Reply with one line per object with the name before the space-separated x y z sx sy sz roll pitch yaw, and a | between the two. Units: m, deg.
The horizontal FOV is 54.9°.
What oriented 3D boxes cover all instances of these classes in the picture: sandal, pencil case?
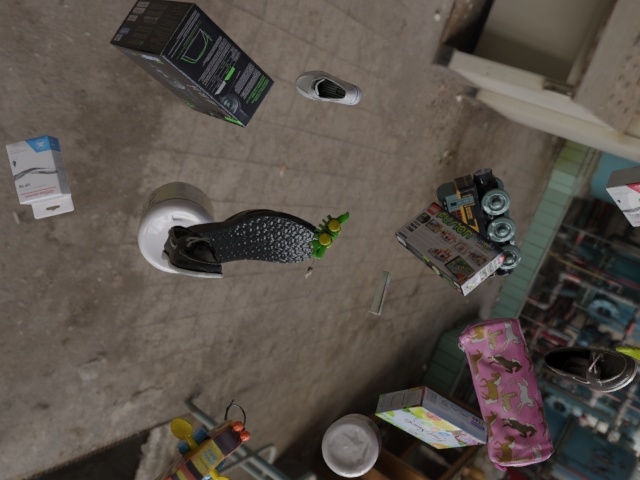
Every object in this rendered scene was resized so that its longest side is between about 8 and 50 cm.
sandal | -0.190 -0.025 1.668 0.167 0.446 0.107 63 37 -37
pencil case | 0.487 0.399 1.625 0.160 0.167 0.386 0 72 -49

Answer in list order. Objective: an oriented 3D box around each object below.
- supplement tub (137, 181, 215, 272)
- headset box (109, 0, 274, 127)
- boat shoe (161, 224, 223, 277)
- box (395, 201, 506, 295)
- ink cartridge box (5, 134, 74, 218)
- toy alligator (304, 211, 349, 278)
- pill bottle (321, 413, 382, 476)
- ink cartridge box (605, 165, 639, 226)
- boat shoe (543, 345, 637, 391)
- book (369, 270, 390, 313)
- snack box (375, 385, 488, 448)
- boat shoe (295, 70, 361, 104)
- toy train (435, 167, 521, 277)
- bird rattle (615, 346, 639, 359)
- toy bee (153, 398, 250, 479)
supplement tub | -0.458 -0.055 1.982 0.235 0.325 0.235 -4 110 -11
headset box | -0.278 -0.392 1.378 0.283 0.246 0.131 36 83 -47
boat shoe | -0.303 0.023 1.439 0.114 0.302 0.091 10 94 -34
box | 0.259 0.011 1.244 0.114 0.207 0.036 -37 136 -9
ink cartridge box | -0.664 -0.149 1.465 0.060 0.104 0.180 -120 -164 -88
toy alligator | 0.000 0.000 1.481 0.189 0.051 0.056 -55 169 -4
pill bottle | 0.100 0.603 1.839 0.162 0.162 0.278 -60 167 -5
ink cartridge box | 0.777 -0.105 1.475 0.150 0.109 0.063 43 63 -24
boat shoe | 0.750 0.357 1.743 0.335 0.095 0.112 134 -20 -76
book | 0.205 0.178 2.081 0.096 0.035 0.144 40 66 -74
snack box | 0.170 0.272 0.940 0.141 0.100 0.037 34 54 -23
boat shoe | 0.008 -0.434 1.724 0.076 0.226 0.083 -5 109 -54
toy train | 0.446 -0.038 1.736 0.142 0.190 0.334 -78 152 -62
bird rattle | 0.804 0.221 1.380 0.207 0.143 0.253 -44 169 -28
toy bee | -0.237 0.438 1.326 0.162 0.195 0.298 -33 -155 43
